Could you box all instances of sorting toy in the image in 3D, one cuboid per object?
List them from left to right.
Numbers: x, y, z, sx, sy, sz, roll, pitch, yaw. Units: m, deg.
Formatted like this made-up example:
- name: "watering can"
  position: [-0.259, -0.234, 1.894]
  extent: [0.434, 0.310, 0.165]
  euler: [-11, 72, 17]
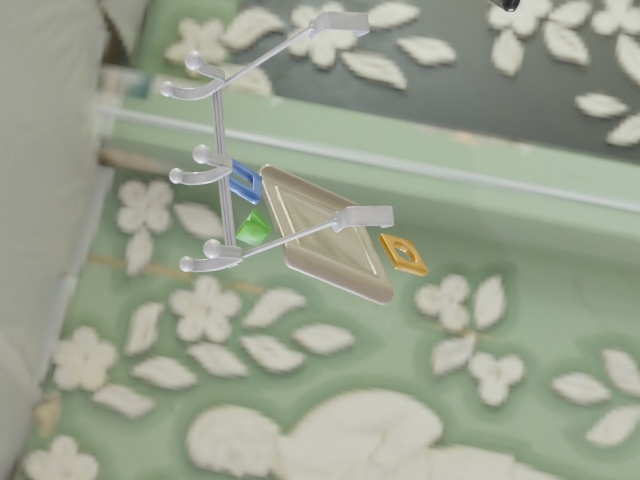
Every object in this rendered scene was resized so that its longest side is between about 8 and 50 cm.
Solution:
- name: "sorting toy"
  position: [0.000, 0.000, 2.050]
  extent: [0.047, 0.348, 0.196]
  euler: [-50, 34, 26]

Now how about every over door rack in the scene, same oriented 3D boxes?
- name: "over door rack"
  position: [-0.072, -0.105, 1.712]
  extent: [0.108, 0.324, 0.239]
  euler: [0, -101, -41]

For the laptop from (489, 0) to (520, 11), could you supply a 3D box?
- name: "laptop"
  position: [0.327, -0.427, 1.615]
  extent: [0.382, 0.236, 0.408]
  euler: [-110, 39, -72]
